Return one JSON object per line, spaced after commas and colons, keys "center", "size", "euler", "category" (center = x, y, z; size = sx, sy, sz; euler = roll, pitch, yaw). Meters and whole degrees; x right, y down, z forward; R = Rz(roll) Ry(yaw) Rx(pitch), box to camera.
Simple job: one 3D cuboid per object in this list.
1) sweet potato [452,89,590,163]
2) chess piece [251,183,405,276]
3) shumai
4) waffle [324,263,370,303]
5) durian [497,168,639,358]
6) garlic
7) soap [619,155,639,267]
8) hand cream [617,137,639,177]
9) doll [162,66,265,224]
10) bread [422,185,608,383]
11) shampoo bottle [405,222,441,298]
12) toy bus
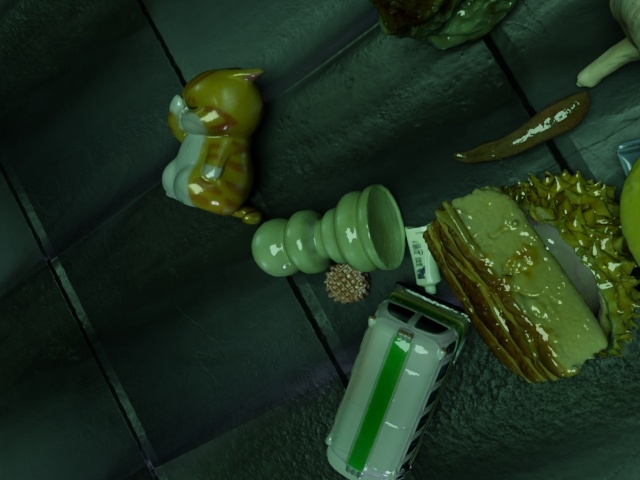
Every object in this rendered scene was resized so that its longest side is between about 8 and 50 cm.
{"center": [0.305, -0.159, 0.927], "size": [0.214, 0.050, 0.050], "euler": [-26, 86, 25], "category": "sweet potato"}
{"center": [0.000, 0.000, 1.029], "size": [0.252, 0.144, 0.144], "euler": [-12, 91, 30], "category": "chess piece"}
{"center": [0.168, -0.418, 0.863], "size": [0.225, 0.222, 0.260], "euler": [-6, 89, 25], "category": "shumai"}
{"center": [0.045, 0.073, 1.069], "size": [0.083, 0.029, 0.075], "euler": [0, 96, 25], "category": "waffle"}
{"center": [0.367, 0.037, 0.849], "size": [0.186, 0.196, 0.304], "euler": [-21, 86, 16], "category": "durian"}
{"center": [0.426, -0.280, 0.811], "size": [0.226, 0.199, 0.199], "euler": [-36, 81, 48], "category": "garlic"}
{"center": [0.575, -0.070, 0.699], "size": [0.427, 0.115, 0.306], "euler": [-37, 75, 19], "category": "soap"}
{"center": [0.488, -0.023, 0.860], "size": [0.088, 0.055, 0.255], "euler": [-13, 91, 3], "category": "hand cream"}
{"center": [-0.182, -0.169, 1.066], "size": [0.167, 0.162, 0.269], "euler": [24, 113, 48], "category": "doll"}
{"center": [0.265, 0.064, 0.875], "size": [0.114, 0.184, 0.274], "euler": [-31, 78, -6], "category": "bread"}
{"center": [0.176, 0.041, 1.009], "size": [0.049, 0.034, 0.140], "euler": [-10, 94, 18], "category": "shampoo bottle"}
{"center": [0.116, 0.242, 0.971], "size": [0.143, 0.179, 0.305], "euler": [24, 109, 18], "category": "toy bus"}
